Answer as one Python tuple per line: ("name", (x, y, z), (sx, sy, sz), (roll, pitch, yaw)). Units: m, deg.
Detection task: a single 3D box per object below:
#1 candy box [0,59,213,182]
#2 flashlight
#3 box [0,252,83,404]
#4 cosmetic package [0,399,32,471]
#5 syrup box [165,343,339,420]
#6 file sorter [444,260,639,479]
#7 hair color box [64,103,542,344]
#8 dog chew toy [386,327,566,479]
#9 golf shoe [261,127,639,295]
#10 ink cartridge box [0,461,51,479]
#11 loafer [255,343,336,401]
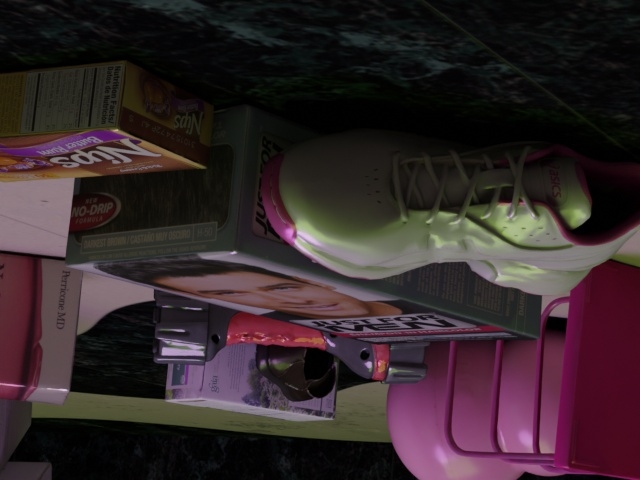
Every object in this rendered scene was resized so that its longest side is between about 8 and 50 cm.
("candy box", (-0.182, -0.081, 1.200), (0.187, 0.053, 0.109), (-1, 167, 30))
("flashlight", (-0.034, 0.107, 1.907), (0.304, 0.103, 0.103), (1, -157, -8))
("box", (-0.384, 0.091, 1.876), (0.232, 0.148, 0.127), (6, 167, -10))
("cosmetic package", (-0.491, 0.207, 2.214), (0.197, 0.155, 0.365), (4, -172, -3))
("syrup box", (-0.094, 0.193, 2.397), (0.237, 0.093, 0.096), (13, 166, -35))
("file sorter", (0.290, 0.143, 1.752), (0.291, 0.202, 0.182), (14, 168, -40))
("hair color box", (0.000, 0.000, 1.373), (0.185, 0.113, 0.374), (-6, 164, 41))
("dog chew toy", (0.251, 0.195, 2.045), (0.332, 0.206, 0.206), (-10, 163, 25))
("golf shoe", (0.106, -0.036, 1.219), (0.306, 0.115, 0.140), (5, 160, -34))
("ink cartridge box", (-0.436, 0.357, 2.176), (0.176, 0.128, 0.127), (1, -172, 2))
("loafer", (-0.017, 0.172, 2.294), (0.078, 0.080, 0.220), (1, 168, 20))
